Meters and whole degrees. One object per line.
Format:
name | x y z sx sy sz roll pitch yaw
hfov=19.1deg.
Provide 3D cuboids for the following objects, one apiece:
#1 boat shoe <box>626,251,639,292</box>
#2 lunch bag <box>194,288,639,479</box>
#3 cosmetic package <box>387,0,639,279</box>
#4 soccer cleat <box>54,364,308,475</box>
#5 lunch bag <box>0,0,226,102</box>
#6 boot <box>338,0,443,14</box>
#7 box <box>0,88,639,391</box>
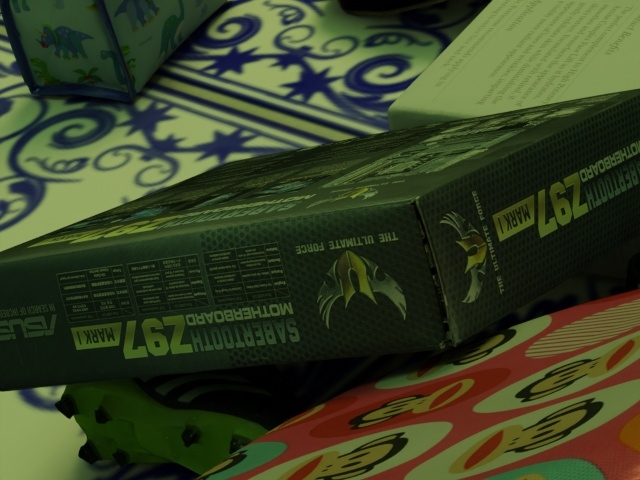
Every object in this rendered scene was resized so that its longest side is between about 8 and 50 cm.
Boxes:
boat shoe | 0.184 0.031 0.747 0.142 0.040 0.049 6 39 31
lunch bag | 0.043 0.094 0.539 0.258 0.120 0.293 -17 3 22
cosmetic package | 0.159 -0.043 0.833 0.231 0.085 0.117 12 42 34
soccer cleat | -0.032 0.071 0.767 0.179 0.060 0.072 14 42 42
lunch bag | -0.124 -0.176 1.093 0.096 0.151 0.129 4 37 30
boot | 0.116 -0.174 1.026 0.305 0.112 0.115 0 46 49
box | 0.000 0.000 0.762 0.232 0.059 0.183 -9 9 37
